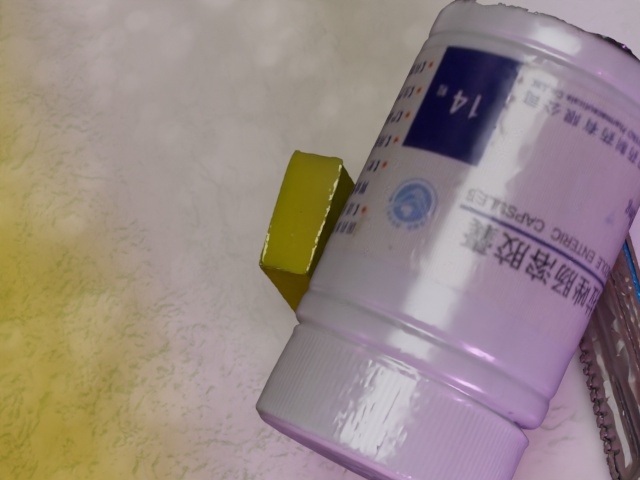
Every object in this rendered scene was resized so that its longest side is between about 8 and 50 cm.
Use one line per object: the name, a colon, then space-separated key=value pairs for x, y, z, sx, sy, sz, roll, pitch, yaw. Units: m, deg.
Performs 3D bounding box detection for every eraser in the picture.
eraser: x=0.000 y=0.000 z=1.054 sx=0.045 sy=0.122 sz=0.097 roll=12 pitch=71 yaw=18

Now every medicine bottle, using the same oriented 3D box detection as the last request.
medicine bottle: x=0.101 y=0.018 z=0.973 sx=0.190 sy=0.190 sz=0.332 roll=23 pitch=84 yaw=18

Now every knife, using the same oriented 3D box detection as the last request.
knife: x=0.229 y=0.065 z=1.029 sx=0.089 sy=0.043 sz=0.365 roll=-16 pitch=65 yaw=5
